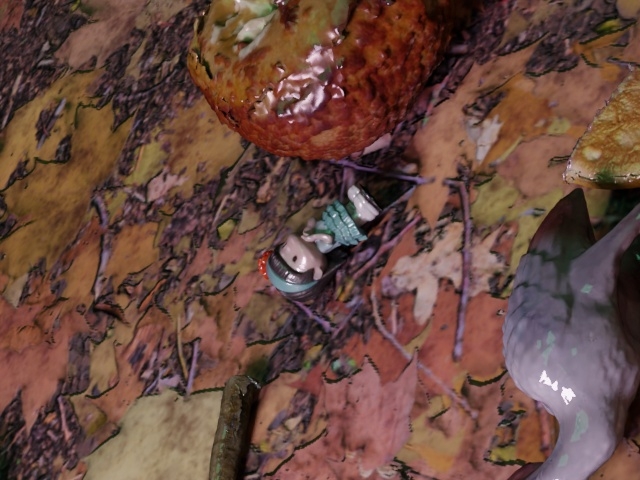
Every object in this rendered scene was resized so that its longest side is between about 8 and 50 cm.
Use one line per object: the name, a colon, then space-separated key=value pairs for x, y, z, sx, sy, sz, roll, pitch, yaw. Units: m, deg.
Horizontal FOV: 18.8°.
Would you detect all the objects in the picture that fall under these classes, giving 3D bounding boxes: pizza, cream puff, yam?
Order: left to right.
yam: x=-0.068 y=0.162 z=1.445 sx=0.033 sy=0.027 sz=0.129 roll=-20 pitch=48 yaw=36
cream puff: x=0.012 y=-0.171 z=1.529 sx=0.240 sy=0.164 sz=0.240 roll=-44 pitch=30 yaw=33
pizza: x=0.228 y=-0.067 z=1.333 sx=0.099 sy=0.029 sz=0.100 roll=24 pitch=80 yaw=44

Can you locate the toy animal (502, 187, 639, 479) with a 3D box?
toy animal: x=0.166 y=0.076 z=1.221 sx=0.324 sy=0.090 sz=0.195 roll=-54 pitch=37 yaw=-7

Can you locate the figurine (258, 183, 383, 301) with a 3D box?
figurine: x=0.000 y=0.000 z=1.492 sx=0.106 sy=0.047 sz=0.060 roll=-44 pitch=47 yaw=6
